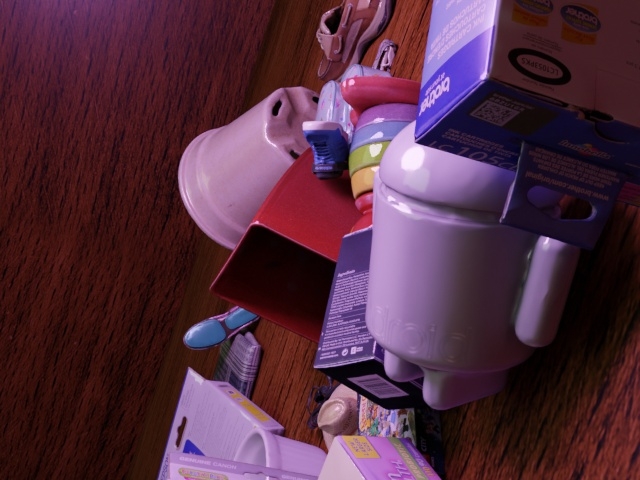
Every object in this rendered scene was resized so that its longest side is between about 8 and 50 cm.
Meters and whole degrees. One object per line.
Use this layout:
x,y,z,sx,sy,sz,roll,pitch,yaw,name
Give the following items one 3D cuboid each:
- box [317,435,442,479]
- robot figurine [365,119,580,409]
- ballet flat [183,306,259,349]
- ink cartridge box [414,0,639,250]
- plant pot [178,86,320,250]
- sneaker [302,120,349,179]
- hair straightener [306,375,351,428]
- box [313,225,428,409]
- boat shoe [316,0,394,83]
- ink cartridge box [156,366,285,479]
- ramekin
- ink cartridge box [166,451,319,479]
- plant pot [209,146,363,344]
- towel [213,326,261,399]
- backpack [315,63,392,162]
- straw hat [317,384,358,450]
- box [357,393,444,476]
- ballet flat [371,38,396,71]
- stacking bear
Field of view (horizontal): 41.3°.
0.070,0.398,1.022,0.213,0.117,0.242,46,121,55,box
0.157,0.007,0.941,0.300,0.200,0.353,25,118,47,robot figurine
-0.253,0.225,2.232,0.076,0.222,0.079,61,173,5,ballet flat
0.247,-0.198,0.782,0.151,0.270,0.395,141,142,-66,ink cartridge box
-0.101,-0.174,1.900,0.305,0.334,0.333,-35,41,48,plant pot
0.009,-0.141,1.359,0.152,0.058,0.084,14,-102,-76,sneaker
0.023,0.278,1.510,0.230,0.047,0.089,125,155,-59,hair straightener
0.096,0.101,1.136,0.108,0.153,0.207,-17,50,42,box
0.053,-0.480,1.928,0.324,0.120,0.122,132,149,-57,boat shoe
-0.231,0.482,1.892,0.307,0.072,0.303,29,106,47,ink cartridge box
-0.078,0.477,1.485,0.277,0.135,0.277,-165,90,-73,ramekin
-0.093,0.463,1.238,0.271,0.310,0.130,-107,36,-63,ink cartridge box
0.000,0.000,1.486,0.267,0.268,0.235,-51,15,54,plant pot
-0.230,0.388,2.235,0.324,0.056,0.312,-160,82,-71,towel
0.067,-0.248,1.648,0.166,0.145,0.188,175,112,-78,backpack
0.031,0.279,1.346,0.145,0.061,0.144,-22,59,42,straw hat
0.108,0.252,1.215,0.159,0.044,0.233,-51,28,43,box
0.127,-0.352,1.726,0.041,0.041,0.114,-132,58,-71,ballet flat
0.112,-0.089,1.328,0.175,0.164,0.288,57,-144,-71,stacking bear
